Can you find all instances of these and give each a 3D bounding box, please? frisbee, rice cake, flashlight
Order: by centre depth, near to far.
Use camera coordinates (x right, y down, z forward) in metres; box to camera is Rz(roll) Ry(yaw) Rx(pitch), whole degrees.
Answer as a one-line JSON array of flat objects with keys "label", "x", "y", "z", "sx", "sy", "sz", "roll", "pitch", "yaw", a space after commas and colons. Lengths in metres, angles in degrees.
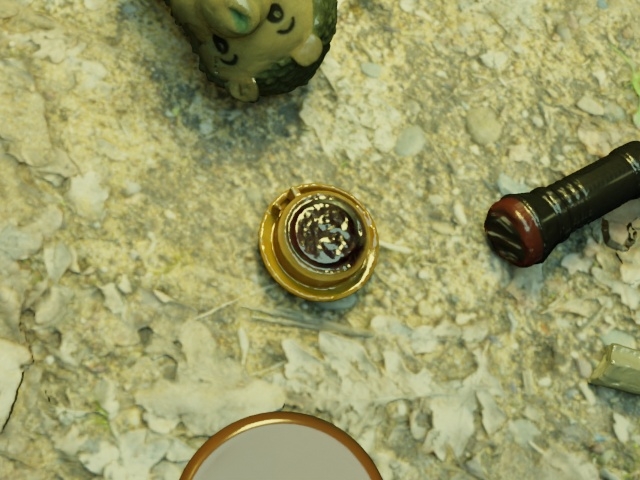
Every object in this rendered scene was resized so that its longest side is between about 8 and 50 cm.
[{"label": "frisbee", "x": -0.039, "y": 0.310, "z": 1.267, "sx": 0.250, "sy": 0.021, "sz": 0.251, "roll": 3, "pitch": 76, "yaw": -13}, {"label": "rice cake", "x": 0.448, "y": 0.176, "z": 1.408, "sx": 0.256, "sy": 0.052, "sz": 0.057, "roll": 15, "pitch": 101, "yaw": -9}, {"label": "flashlight", "x": 0.310, "y": -0.051, "z": 1.422, "sx": 0.232, "sy": 0.093, "sz": 0.093, "roll": -28, "pitch": 83, "yaw": -24}]

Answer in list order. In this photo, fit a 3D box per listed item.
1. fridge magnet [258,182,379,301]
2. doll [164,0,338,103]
[{"label": "fridge magnet", "x": 0.000, "y": 0.000, "z": 1.337, "sx": 0.143, "sy": 0.063, "sz": 0.143, "roll": 4, "pitch": 71, "yaw": -13}, {"label": "doll", "x": -0.102, "y": -0.331, "z": 1.320, "sx": 0.247, "sy": 0.247, "sz": 0.350, "roll": -23, "pitch": 96, "yaw": -18}]
